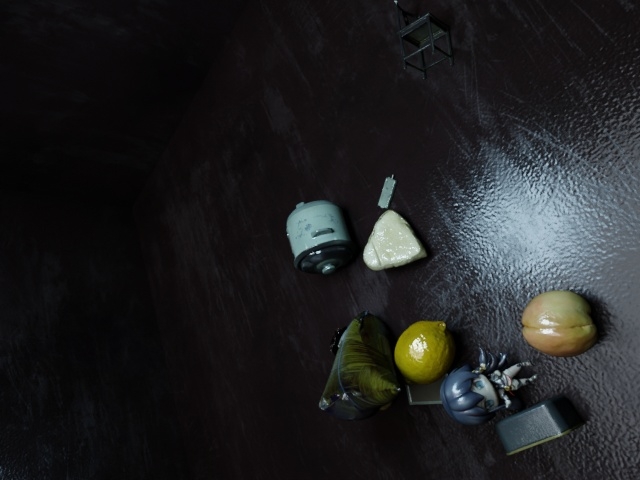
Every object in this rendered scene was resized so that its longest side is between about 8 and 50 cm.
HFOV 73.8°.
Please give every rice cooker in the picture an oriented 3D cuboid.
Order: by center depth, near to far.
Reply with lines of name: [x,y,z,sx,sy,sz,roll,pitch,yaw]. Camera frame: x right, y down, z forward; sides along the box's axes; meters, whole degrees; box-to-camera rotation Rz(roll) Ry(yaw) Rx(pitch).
rice cooker: [0.000,0.000,1.762,0.316,0.264,0.316,167,90,-83]

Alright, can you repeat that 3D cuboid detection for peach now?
peach: [0.638,0.226,1.149,0.184,0.184,0.184,-4,84,46]

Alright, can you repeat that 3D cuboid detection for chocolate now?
chocolate: [0.101,0.409,1.740,0.133,0.156,0.156,-170,85,-76]

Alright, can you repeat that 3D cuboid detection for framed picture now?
framed picture: [0.377,0.505,1.509,0.183,0.011,0.141,-23,71,42]

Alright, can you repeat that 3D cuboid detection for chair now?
chair: [0.365,-0.736,1.516,0.141,0.155,0.260,-14,80,44]

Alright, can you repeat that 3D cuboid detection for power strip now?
power strip: [0.265,-0.191,1.668,0.051,0.019,0.136,27,106,45]

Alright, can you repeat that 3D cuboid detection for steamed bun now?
steamed bun: [0.260,0.023,1.591,0.212,0.110,0.231,-35,57,13]

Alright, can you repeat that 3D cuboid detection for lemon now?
lemon: [0.345,0.373,1.418,0.188,0.188,0.256,41,108,39]

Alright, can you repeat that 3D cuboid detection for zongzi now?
zongzi: [0.192,0.382,1.435,0.432,0.208,0.403,-53,12,52]

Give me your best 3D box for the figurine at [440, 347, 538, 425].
figurine: [0.484,0.438,1.256,0.197,0.265,0.175,101,157,-47]

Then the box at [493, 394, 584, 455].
box: [0.600,0.512,1.186,0.201,0.145,0.090,-46,54,35]

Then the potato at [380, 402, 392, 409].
potato: [0.219,0.551,1.617,0.107,0.080,0.170,-56,42,40]
